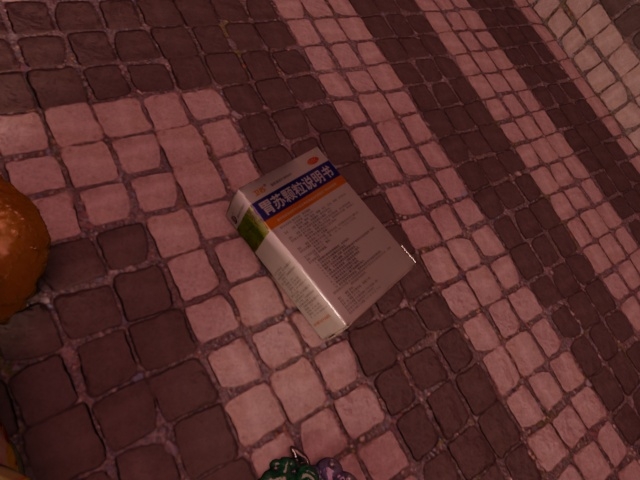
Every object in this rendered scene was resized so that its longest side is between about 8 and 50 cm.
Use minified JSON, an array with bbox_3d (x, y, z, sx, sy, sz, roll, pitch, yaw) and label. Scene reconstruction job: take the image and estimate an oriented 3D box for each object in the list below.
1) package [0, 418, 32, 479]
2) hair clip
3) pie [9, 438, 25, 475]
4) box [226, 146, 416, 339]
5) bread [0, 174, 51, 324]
[{"bbox_3d":[-0.417,0.178,0.440,0.223,0.108,0.288,-19,82,-27],"label":"package"},{"bbox_3d":[-0.002,0.394,0.679,0.195,0.052,0.124,29,48,1],"label":"hair clip"},{"bbox_3d":[-0.466,0.312,0.456,0.303,0.067,0.302,8,50,-9],"label":"pie"},{"bbox_3d":[0.000,0.000,0.829,0.200,0.106,0.299,-35,82,-33],"label":"box"},{"bbox_3d":[-0.479,0.023,0.580,0.240,0.139,0.240,10,63,-19],"label":"bread"}]
